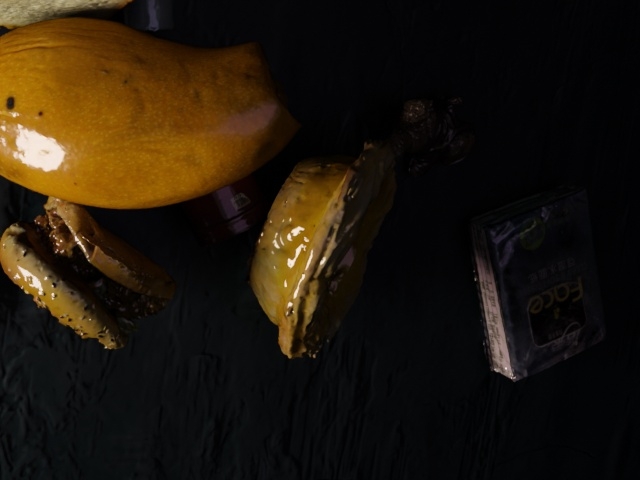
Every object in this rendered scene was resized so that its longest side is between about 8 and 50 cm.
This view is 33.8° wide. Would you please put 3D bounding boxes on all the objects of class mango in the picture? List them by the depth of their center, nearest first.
[{"bbox_3d":[-0.196,-0.123,1.037,0.359,0.144,0.187,10,79,13],"label":"mango"}]

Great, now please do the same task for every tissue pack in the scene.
[{"bbox_3d":[0.300,0.056,1.456,0.173,0.073,0.235,-20,110,-21],"label":"tissue pack"}]

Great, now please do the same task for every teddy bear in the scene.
[{"bbox_3d":[0.129,-0.137,1.324,0.160,0.078,0.119,8,117,-50],"label":"teddy bear"}]

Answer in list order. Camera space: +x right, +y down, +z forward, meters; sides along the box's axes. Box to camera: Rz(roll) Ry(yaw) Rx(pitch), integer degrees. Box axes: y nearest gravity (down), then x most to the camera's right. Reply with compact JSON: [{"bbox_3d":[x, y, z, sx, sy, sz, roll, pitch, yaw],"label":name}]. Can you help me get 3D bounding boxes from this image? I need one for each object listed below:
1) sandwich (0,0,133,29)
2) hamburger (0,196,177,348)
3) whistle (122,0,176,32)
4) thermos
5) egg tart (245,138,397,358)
[{"bbox_3d":[-0.263,-0.258,1.002,0.186,0.214,0.065,-3,87,-28],"label":"sandwich"},{"bbox_3d":[-0.247,0.038,1.116,0.177,0.185,0.113,33,78,15],"label":"hamburger"},{"bbox_3d":[-0.188,-0.375,1.104,0.062,0.062,0.312,-8,105,-26],"label":"whistle"},{"bbox_3d":[-0.141,-0.116,1.159,0.099,0.124,0.232,-32,107,-25],"label":"thermos"},{"bbox_3d":[0.000,0.000,1.206,0.118,0.288,0.288,27,88,7],"label":"egg tart"}]
